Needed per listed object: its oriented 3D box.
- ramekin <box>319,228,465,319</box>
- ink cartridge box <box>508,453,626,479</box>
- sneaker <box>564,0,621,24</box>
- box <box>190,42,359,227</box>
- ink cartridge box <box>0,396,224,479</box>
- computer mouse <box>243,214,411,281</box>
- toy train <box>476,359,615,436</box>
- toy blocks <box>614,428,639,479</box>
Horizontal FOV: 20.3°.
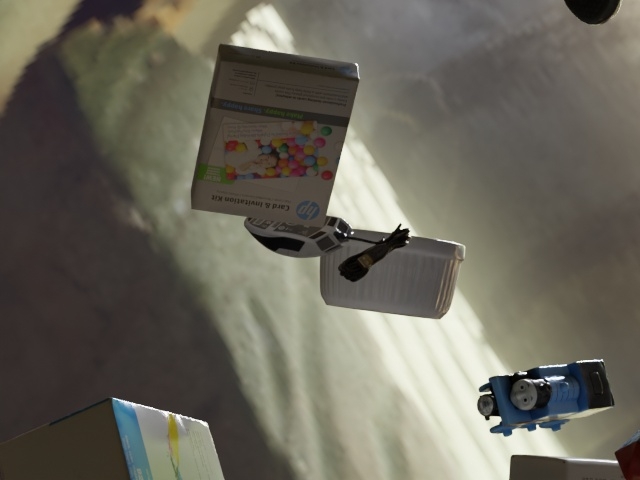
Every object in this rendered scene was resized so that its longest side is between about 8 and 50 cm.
[{"bbox_3d":[0.095,0.048,2.490,0.207,0.109,0.207,7,-2,0],"label":"ramekin"},{"bbox_3d":[0.346,0.343,1.945,0.278,0.201,0.117,7,-6,-25],"label":"ink cartridge box"},{"bbox_3d":[0.357,-0.354,2.234,0.145,0.270,0.090,20,-53,-35],"label":"sneaker"},{"bbox_3d":[-0.050,-0.106,1.845,0.145,0.038,0.186,8,-54,-9],"label":"box"},{"bbox_3d":[-0.238,0.307,2.134,0.171,0.168,0.232,-25,-23,20],"label":"ink cartridge box"},{"bbox_3d":[0.000,0.000,2.041,0.106,0.193,0.042,-41,-46,-41],"label":"computer mouse"},{"bbox_3d":[0.277,0.192,2.212,0.184,0.080,0.105,1,-21,-45],"label":"toy train"},{"bbox_3d":[0.409,0.100,1.650,0.261,0.191,0.381,-37,-4,-28],"label":"toy blocks"}]
